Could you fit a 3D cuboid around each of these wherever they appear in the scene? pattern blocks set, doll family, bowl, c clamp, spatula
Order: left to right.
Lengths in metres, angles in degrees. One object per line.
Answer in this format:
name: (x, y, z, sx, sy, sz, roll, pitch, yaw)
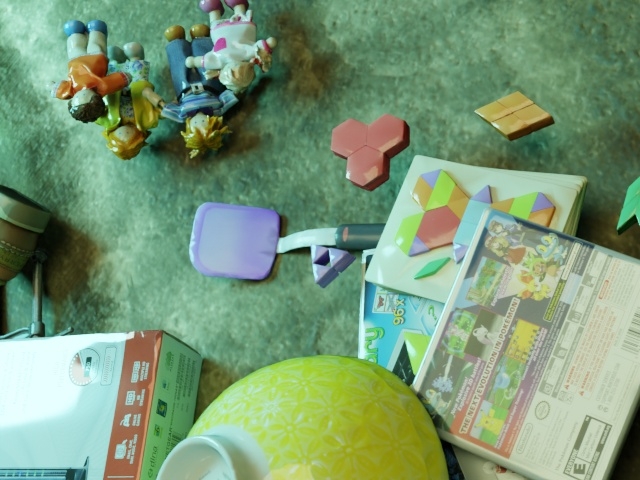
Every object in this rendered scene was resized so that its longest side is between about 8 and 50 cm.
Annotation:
c clamp: (-0.334, 0.068, 1.431, 0.137, 0.022, 0.161, -30, 52, 21)
doll family: (-0.169, -0.168, 1.419, 0.263, 0.118, 0.163, -11, 55, 3)
bowl: (-0.047, 0.228, 1.068, 0.289, 0.156, 0.289, -18, 65, 43)
spatula: (0.000, 0.000, 1.282, 0.296, 0.030, 0.084, -1, 68, 27)
pattern blocks set: (0.140, -0.007, 1.148, 0.325, 0.026, 0.285, -1, 66, 25)

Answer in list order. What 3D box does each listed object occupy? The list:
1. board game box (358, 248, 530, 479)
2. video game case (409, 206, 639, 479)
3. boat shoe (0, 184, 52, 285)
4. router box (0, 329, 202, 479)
board game box: (0.128, 0.143, 1.132, 0.193, 0.053, 0.305, -8, 64, 24)
video game case: (0.184, 0.093, 1.057, 0.183, 0.023, 0.201, 21, 88, 26)
boat shoe: (-0.442, -0.042, 1.486, 0.307, 0.110, 0.104, 27, 92, 44)
router box: (-0.287, 0.268, 1.278, 0.301, 0.082, 0.335, -6, 65, 26)
